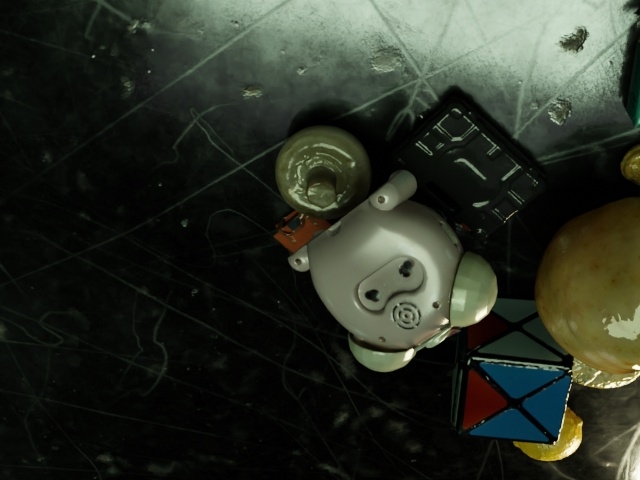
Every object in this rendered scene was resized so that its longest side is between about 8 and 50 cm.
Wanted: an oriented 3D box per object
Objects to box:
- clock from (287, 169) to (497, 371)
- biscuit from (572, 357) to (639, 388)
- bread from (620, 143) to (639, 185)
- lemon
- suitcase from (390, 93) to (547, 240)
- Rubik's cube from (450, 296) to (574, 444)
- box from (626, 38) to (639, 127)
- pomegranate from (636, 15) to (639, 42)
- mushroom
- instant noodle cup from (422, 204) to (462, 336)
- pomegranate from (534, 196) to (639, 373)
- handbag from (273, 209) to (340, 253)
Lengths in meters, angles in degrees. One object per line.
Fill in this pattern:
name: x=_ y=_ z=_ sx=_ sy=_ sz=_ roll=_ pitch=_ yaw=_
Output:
clock: x=0.145 y=0.072 z=1.571 sx=0.342 sy=0.184 sz=0.326 roll=-36 pitch=94 yaw=34
biscuit: x=0.682 y=0.275 z=1.901 sx=0.219 sy=0.033 sz=0.220 roll=3 pitch=122 yaw=5
bread: x=0.672 y=-0.149 z=1.629 sx=0.110 sy=0.044 sz=0.083 roll=22 pitch=124 yaw=-8
lemon: x=0.564 y=0.480 z=1.985 sx=0.187 sy=0.142 sz=0.142 roll=-18 pitch=118 yaw=26
suitcase: x=0.311 y=-0.149 z=1.669 sx=0.285 sy=0.066 sz=0.206 roll=39 pitch=119 yaw=-16
Rubik's cube: x=0.432 y=0.291 z=1.822 sx=0.248 sy=0.250 sz=0.246 roll=6 pitch=122 yaw=7
box: x=0.721 y=-0.297 z=1.501 sx=0.244 sy=0.092 sz=0.153 roll=2 pitch=121 yaw=6
pomegranate: x=0.679 y=-0.398 z=1.412 sx=0.220 sy=0.156 sz=0.156 roll=-20 pitch=118 yaw=34
mushroom: x=0.004 y=-0.128 z=1.640 sx=0.207 sy=0.215 sz=0.207 roll=2 pitch=116 yaw=4
instant noodle cup: x=0.198 y=0.067 z=1.744 sx=0.244 sy=0.244 sz=0.255 roll=-1 pitch=115 yaw=9
pomegranate: x=0.649 y=0.113 z=1.599 sx=0.411 sy=0.411 sz=0.411 roll=4 pitch=122 yaw=6
handbag: x=0.000 y=0.000 z=1.816 sx=0.190 sy=0.063 sz=0.127 roll=41 pitch=119 yaw=-21
